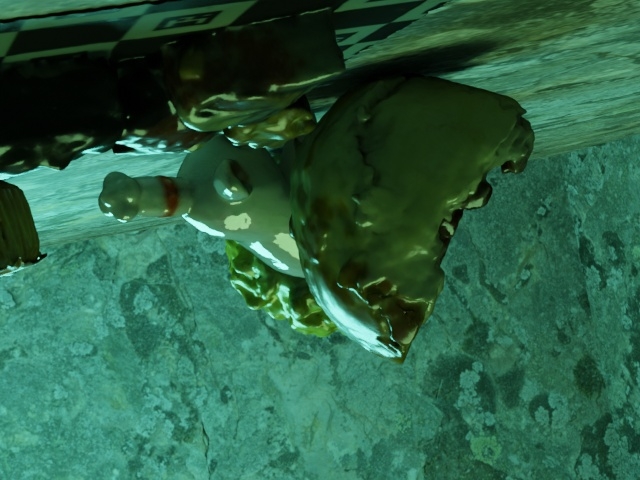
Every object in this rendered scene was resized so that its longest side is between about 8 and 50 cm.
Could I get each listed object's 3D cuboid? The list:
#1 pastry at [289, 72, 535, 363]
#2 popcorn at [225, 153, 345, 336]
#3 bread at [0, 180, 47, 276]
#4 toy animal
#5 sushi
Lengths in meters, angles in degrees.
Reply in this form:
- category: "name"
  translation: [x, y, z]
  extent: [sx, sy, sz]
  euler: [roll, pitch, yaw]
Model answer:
- category: "pastry"
  translation: [0.049, -0.032, 1.172]
  extent: [0.170, 0.236, 0.256]
  euler: [22, -176, -5]
- category: "popcorn"
  translation: [-0.002, 0.006, 1.743]
  extent: [0.249, 0.249, 0.225]
  euler: [-11, 168, -5]
- category: "bread"
  translation: [-0.370, 0.000, 1.364]
  extent: [0.199, 0.104, 0.199]
  euler: [-15, -179, 0]
- category: "toy animal"
  translation: [-0.068, -0.055, 1.288]
  extent: [0.140, 0.138, 0.282]
  euler: [-21, 151, 32]
- category: "sushi"
  translation: [-0.104, -0.077, 0.851]
  extent: [0.359, 0.064, 0.343]
  euler: [-10, 179, -19]
